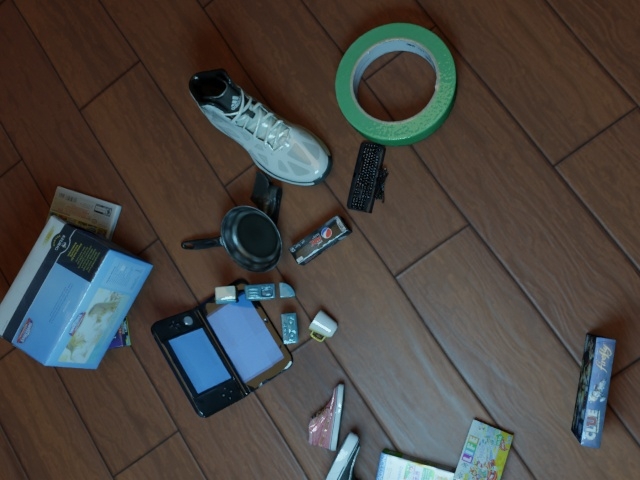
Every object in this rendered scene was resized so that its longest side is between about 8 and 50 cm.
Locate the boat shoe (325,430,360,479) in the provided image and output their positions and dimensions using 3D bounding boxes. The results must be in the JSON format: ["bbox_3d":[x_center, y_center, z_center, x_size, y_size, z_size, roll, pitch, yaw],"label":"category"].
[{"bbox_3d":[0.058,0.643,1.622,0.105,0.113,0.306,21,93,9],"label":"boat shoe"}]

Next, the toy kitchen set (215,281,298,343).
[{"bbox_3d":[-0.167,0.199,1.688,0.207,0.122,0.165,-5,84,-3],"label":"toy kitchen set"}]

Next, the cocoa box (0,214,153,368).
[{"bbox_3d":[-0.679,0.150,1.748,0.228,0.231,0.347,26,85,20],"label":"cocoa box"}]

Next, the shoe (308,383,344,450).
[{"bbox_3d":[0.015,0.462,1.673,0.081,0.063,0.177,8,91,10],"label":"shoe"}]

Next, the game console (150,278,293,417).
[{"bbox_3d":[-0.266,0.283,1.715,0.173,0.250,0.293,-43,74,34],"label":"game console"}]

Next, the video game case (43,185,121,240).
[{"bbox_3d":[-0.737,-0.039,1.936,0.227,0.026,0.206,17,89,14],"label":"video game case"}]

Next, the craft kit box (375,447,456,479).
[{"bbox_3d":[0.251,0.683,1.598,0.247,0.061,0.249,12,88,18],"label":"craft kit box"}]

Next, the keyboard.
[{"bbox_3d":[0.134,-0.172,1.720,0.100,0.038,0.191,11,88,15],"label":"keyboard"}]

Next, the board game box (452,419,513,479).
[{"bbox_3d":[0.400,0.534,1.557,0.104,0.026,0.154,19,66,15],"label":"board game box"}]

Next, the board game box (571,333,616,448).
[{"bbox_3d":[0.634,0.343,1.475,0.042,0.165,0.243,9,86,15],"label":"board game box"}]

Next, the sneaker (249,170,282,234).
[{"bbox_3d":[-0.160,-0.105,1.783,0.089,0.051,0.170,14,93,25],"label":"sneaker"}]

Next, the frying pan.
[{"bbox_3d":[-0.233,0.020,1.784,0.326,0.053,0.197,-29,96,35],"label":"frying pan"}]

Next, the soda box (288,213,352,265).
[{"bbox_3d":[0.000,0.000,1.725,0.169,0.060,0.053,-34,76,10],"label":"soda box"}]

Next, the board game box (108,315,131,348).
[{"bbox_3d":[-0.656,0.257,1.874,0.171,0.048,0.140,-13,80,13],"label":"board game box"}]

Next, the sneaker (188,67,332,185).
[{"bbox_3d":[-0.183,-0.303,1.699,0.448,0.257,0.169,34,93,15],"label":"sneaker"}]

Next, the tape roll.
[{"bbox_3d":[0.204,-0.418,1.706,0.322,0.077,0.320,-2,84,15],"label":"tape roll"}]

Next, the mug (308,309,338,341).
[{"bbox_3d":[0.010,0.232,1.709,0.064,0.078,0.062,32,60,6],"label":"mug"}]
